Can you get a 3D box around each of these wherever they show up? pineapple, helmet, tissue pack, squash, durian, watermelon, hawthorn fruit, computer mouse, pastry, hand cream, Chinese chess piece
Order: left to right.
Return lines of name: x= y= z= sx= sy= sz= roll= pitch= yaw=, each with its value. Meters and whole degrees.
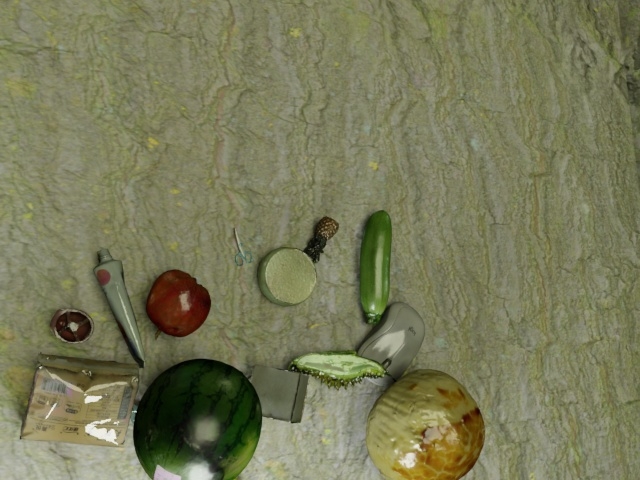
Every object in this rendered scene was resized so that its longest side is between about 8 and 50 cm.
helmet: x=-0.659 y=0.223 z=1.643 sx=0.111 sy=0.057 sz=0.089 roll=29 pitch=73 yaw=-27
tissue pack: x=-0.605 y=0.410 z=1.583 sx=0.257 sy=0.123 sz=0.214 roll=13 pitch=95 yaw=-20
hand cream: x=-0.541 y=0.186 z=1.689 sx=0.078 sy=0.124 sz=0.340 roll=-17 pitch=86 yaw=-27
hawthorn fruit: x=-0.405 y=0.189 z=1.732 sx=0.179 sy=0.179 sz=0.200 roll=37 pitch=88 yaw=-19
watermelon: x=-0.316 y=0.478 z=1.629 sx=0.363 sy=0.363 sz=0.363 roll=5 pitch=80 yaw=-28
Chinese chess piece: x=-0.104 y=0.113 z=1.953 sx=0.189 sy=0.083 sz=0.188 roll=3 pitch=83 yaw=-26
pineapple: x=0.000 y=0.000 z=2.035 sx=0.074 sy=0.074 sz=0.159 roll=34 pitch=76 yaw=-20
durian: x=0.070 y=0.412 z=1.980 sx=0.375 sy=0.107 sz=0.132 roll=8 pitch=74 yaw=-19
squash: x=0.185 y=0.084 z=2.099 sx=0.107 sy=0.107 sz=0.394 roll=9 pitch=80 yaw=-27
computer mouse: x=0.252 y=0.345 z=2.090 sx=0.184 sy=0.121 sz=0.297 roll=49 pitch=62 yaw=-15
pastry: x=0.335 y=0.604 z=1.950 sx=0.389 sy=0.313 sz=0.388 roll=-27 pitch=131 yaw=-37

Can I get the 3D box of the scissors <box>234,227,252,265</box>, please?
scissors: x=-0.248 y=0.018 z=1.924 sx=0.058 sy=0.014 sz=0.119 roll=-20 pitch=96 yaw=-30

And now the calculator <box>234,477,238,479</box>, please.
calculator: x=-0.315 y=0.710 z=1.772 sx=0.235 sy=0.032 sz=0.146 roll=43 pitch=65 yaw=-18

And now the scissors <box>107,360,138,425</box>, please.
scissors: x=-0.530 y=0.453 z=1.704 sx=0.247 sy=0.017 sz=0.144 roll=46 pitch=65 yaw=-17

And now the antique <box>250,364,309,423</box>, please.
antique: x=-0.121 y=0.453 z=1.837 sx=0.152 sy=0.148 sz=0.146 roll=9 pitch=75 yaw=14
